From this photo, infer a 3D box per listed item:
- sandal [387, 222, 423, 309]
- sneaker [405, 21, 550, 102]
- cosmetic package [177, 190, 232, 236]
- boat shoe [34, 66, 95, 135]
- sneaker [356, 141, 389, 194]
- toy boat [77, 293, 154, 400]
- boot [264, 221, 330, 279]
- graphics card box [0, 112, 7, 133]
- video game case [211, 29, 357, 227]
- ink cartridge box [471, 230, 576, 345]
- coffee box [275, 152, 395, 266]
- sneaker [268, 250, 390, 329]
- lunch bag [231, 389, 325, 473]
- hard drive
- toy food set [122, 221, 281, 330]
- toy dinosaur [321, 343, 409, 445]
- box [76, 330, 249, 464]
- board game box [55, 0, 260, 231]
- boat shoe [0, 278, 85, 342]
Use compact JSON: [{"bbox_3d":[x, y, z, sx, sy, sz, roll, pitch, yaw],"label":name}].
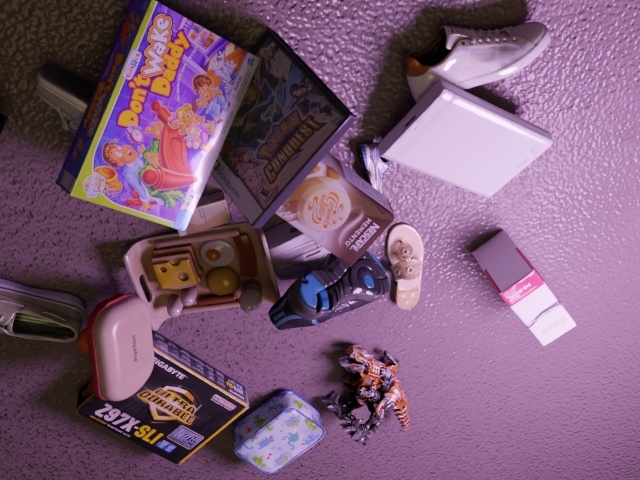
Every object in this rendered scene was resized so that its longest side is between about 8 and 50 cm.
[{"bbox_3d":[0.210,0.078,1.696,0.088,0.079,0.240,-11,125,-7],"label":"sandal"},{"bbox_3d":[0.302,-0.372,1.405,0.290,0.106,0.123,-24,128,3],"label":"sneaker"},{"bbox_3d":[-0.247,-0.056,1.513,0.115,0.041,0.060,-17,125,-3],"label":"cosmetic package"},{"bbox_3d":[-0.395,-0.192,1.342,0.103,0.118,0.320,-44,129,10],"label":"boat shoe"},{"bbox_3d":[0.122,-0.148,1.543,0.058,0.052,0.135,-22,126,-5],"label":"sneaker"},{"bbox_3d":[-0.452,0.224,1.548,0.151,0.151,0.231,9,110,28],"label":"toy boat"},{"bbox_3d":[0.000,0.000,1.595,0.258,0.095,0.123,-20,132,10],"label":"boot"},{"bbox_3d":[-0.742,-0.130,1.266,0.232,0.094,0.371,30,124,-28],"label":"graphics card box"},{"bbox_3d":[-0.102,-0.205,1.341,0.275,0.248,0.035,-47,156,18],"label":"video game case"},{"bbox_3d":[0.485,0.116,1.735,0.100,0.172,0.237,-38,124,12],"label":"ink cartridge box"},{"bbox_3d":[0.008,-0.083,1.428,0.246,0.098,0.141,35,109,-21],"label":"coffee box"},{"bbox_3d":[0.023,0.108,1.598,0.139,0.125,0.340,-37,163,37],"label":"sneaker"},{"bbox_3d":[-0.108,0.500,1.887,0.219,0.090,0.176,-40,122,13],"label":"lunch bag"},{"bbox_3d":[0.301,-0.200,1.508,0.307,0.040,0.203,17,137,-30],"label":"hard drive"},{"bbox_3d":[-0.243,0.089,1.553,0.305,0.092,0.220,-9,125,6],"label":"toy food set"},{"bbox_3d":[0.139,0.402,1.861,0.218,0.164,0.322,-44,102,-4],"label":"toy dinosaur"},{"bbox_3d":[-0.376,0.382,1.750,0.257,0.079,0.322,-40,124,15],"label":"box"},{"bbox_3d":[-0.281,-0.213,1.277,0.233,0.078,0.347,19,98,-42],"label":"board game box"},{"bbox_3d":[-0.646,0.147,1.511,0.302,0.094,0.109,7,121,-19],"label":"boat shoe"}]
